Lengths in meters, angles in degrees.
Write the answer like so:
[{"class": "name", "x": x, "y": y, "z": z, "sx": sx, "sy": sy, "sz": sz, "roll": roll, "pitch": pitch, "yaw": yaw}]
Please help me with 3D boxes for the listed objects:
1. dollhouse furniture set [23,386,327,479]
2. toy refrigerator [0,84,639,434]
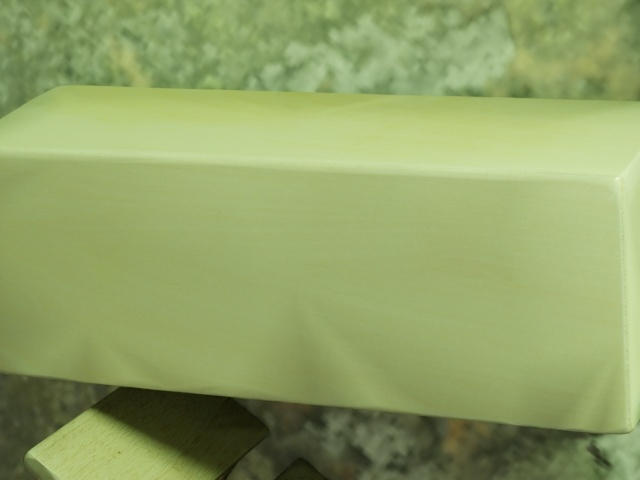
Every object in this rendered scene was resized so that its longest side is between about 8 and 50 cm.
[{"class": "dollhouse furniture set", "x": -0.071, "y": 0.165, "z": 0.787, "sx": 0.144, "sy": 0.123, "sz": 0.151, "roll": 38, "pitch": 116, "yaw": 9}, {"class": "toy refrigerator", "x": 0.000, "y": 0.000, "z": 0.729, "sx": 0.269, "sy": 0.094, "sz": 0.102, "roll": 3, "pitch": 113, "yaw": 23}]
